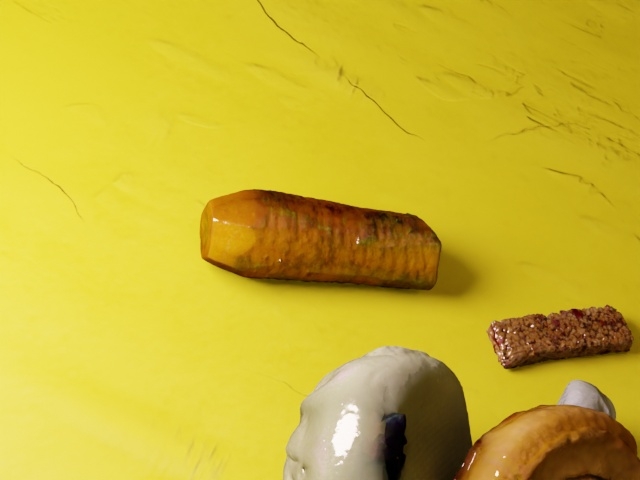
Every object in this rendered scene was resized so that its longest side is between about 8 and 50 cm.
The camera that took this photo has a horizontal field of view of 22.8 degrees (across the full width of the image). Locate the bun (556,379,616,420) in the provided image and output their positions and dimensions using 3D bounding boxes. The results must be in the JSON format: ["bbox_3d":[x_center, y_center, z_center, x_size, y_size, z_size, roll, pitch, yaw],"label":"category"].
[{"bbox_3d":[0.308,0.239,1.900,0.083,0.141,0.141,27,51,8],"label":"bun"}]

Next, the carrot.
[{"bbox_3d":[0.000,0.000,1.972,0.301,0.114,0.114,5,55,-19],"label":"carrot"}]

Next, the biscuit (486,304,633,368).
[{"bbox_3d":[0.309,0.124,2.047,0.199,0.034,0.064,-5,57,-24],"label":"biscuit"}]

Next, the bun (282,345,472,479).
[{"bbox_3d":[0.047,0.259,1.751,0.187,0.293,0.293,3,45,28],"label":"bun"}]

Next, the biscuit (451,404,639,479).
[{"bbox_3d":[0.266,0.329,1.757,0.296,0.102,0.296,-3,94,-34],"label":"biscuit"}]
